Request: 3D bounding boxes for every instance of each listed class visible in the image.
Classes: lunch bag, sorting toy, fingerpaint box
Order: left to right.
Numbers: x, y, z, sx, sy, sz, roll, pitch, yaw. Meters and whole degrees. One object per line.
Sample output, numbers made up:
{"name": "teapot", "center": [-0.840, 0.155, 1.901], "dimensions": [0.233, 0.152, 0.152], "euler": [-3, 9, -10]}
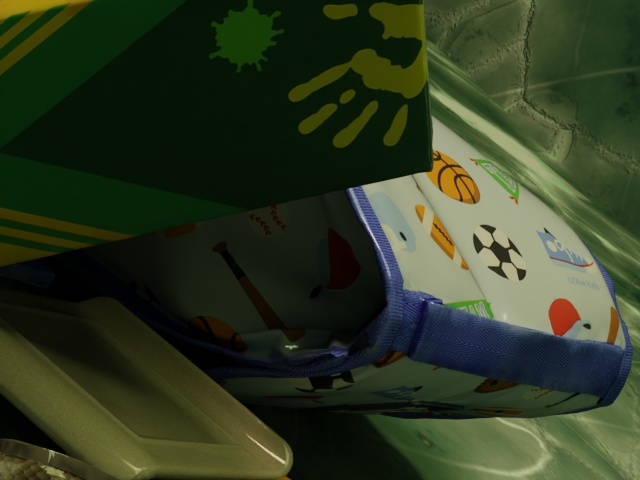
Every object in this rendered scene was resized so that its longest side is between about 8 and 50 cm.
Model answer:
{"name": "fingerpaint box", "center": [-0.174, -0.174, 1.163], "dimensions": [0.371, 0.163, 0.445], "euler": [-13, 36, -10]}
{"name": "sorting toy", "center": [-0.127, 0.093, 1.108], "dimensions": [0.347, 0.047, 0.196], "euler": [37, 12, 23]}
{"name": "lunch bag", "center": [0.000, 0.000, 1.361], "dimensions": [0.385, 0.239, 0.328], "euler": [33, 11, 35]}

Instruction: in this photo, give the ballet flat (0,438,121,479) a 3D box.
{"name": "ballet flat", "center": [-0.076, 0.170, 0.989], "dimensions": [0.084, 0.058, 0.250], "euler": [-2, -27, 47]}
